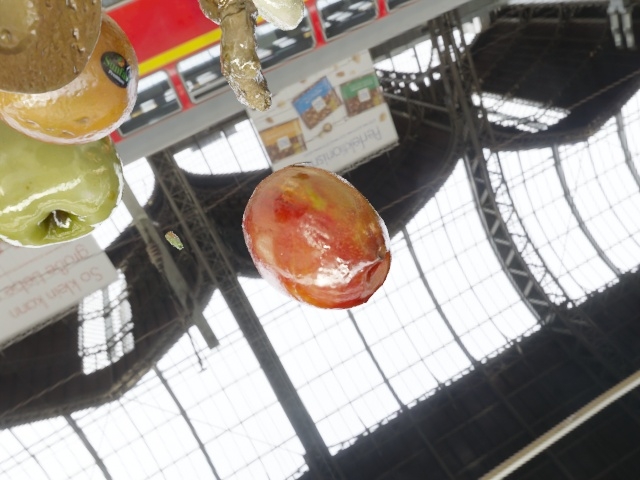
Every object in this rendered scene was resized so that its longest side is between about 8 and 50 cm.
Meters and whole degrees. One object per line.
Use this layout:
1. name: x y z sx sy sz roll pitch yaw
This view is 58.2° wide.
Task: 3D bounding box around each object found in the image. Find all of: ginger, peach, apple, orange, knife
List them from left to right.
1. apple: -0.479 -0.115 1.002 0.262 0.262 0.262 -18 -153 10
2. orange: -0.340 -0.219 0.755 0.206 0.206 0.206 -18 -153 10
3. knife: -0.328 -0.002 1.283 0.022 0.026 0.184 -38 -161 -13
4. ginger: -0.135 -0.316 0.828 0.122 0.290 0.084 15 -137 43
5. peach: -0.001 0.000 1.333 0.372 0.373 0.290 -5 -169 32

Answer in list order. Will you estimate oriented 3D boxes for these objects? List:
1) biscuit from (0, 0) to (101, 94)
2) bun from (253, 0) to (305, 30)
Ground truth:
1. biscuit: -0.276 -0.222 0.481 0.049 0.208 0.181 15 -111 24
2. bun: -0.127 -0.588 1.354 0.237 0.210 0.116 41 -76 27
